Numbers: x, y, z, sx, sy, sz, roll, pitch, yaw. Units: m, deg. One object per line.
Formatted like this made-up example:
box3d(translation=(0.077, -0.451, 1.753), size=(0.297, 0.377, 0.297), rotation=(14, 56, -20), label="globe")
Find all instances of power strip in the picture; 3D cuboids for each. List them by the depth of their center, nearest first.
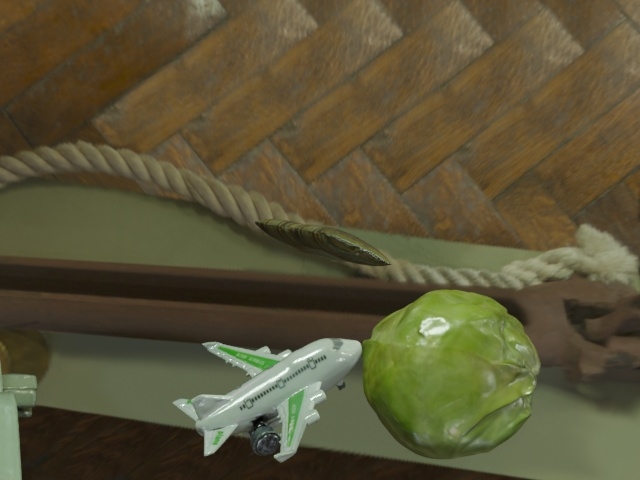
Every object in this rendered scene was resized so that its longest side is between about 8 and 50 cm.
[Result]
box3d(translation=(-0.407, 0.263, 1.127), size=(0.141, 0.229, 0.261), rotation=(4, 48, -28), label="power strip")

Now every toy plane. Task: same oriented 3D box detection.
box3d(translation=(-0.057, 0.200, 1.225), size=(0.255, 0.251, 0.101), rotation=(-22, 126, -19), label="toy plane")

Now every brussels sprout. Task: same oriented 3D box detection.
box3d(translation=(0.230, 0.236, 1.700), size=(0.328, 0.247, 0.328), rotation=(-2, 96, -21), label="brussels sprout")

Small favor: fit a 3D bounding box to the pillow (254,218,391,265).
box3d(translation=(0.000, 0.000, 1.268), size=(0.113, 0.203, 0.038), rotation=(24, 83, -32), label="pillow")
